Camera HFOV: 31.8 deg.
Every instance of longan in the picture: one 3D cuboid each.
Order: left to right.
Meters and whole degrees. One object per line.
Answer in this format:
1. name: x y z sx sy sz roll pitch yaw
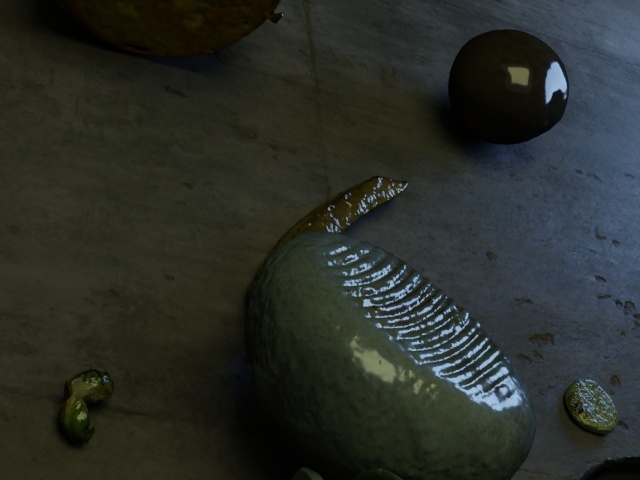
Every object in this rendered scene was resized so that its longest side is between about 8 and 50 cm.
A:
1. longan: 0.301 -0.246 1.816 0.198 0.198 0.212 38 47 7

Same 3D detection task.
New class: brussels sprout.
1. brussels sprout: -0.252 0.172 1.190 0.051 0.046 0.083 22 43 -2

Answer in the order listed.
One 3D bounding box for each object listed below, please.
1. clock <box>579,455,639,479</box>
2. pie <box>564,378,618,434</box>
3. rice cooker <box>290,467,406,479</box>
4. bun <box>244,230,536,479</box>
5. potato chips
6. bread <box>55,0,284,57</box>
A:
1. clock: 0.419 0.414 1.344 0.325 0.067 0.325 16 45 -17
2. pie: 0.370 0.225 1.531 0.085 0.017 0.085 16 44 -16
3. rice cooker: -0.003 0.348 1.013 0.316 0.264 0.317 14 43 -13
4. bun: 0.060 0.151 1.247 0.362 0.211 0.362 32 22 -15
5. potato chips: 0.000 0.000 1.496 0.080 0.057 0.407 47 42 -3
6. bread: -0.223 -0.438 1.559 0.398 0.398 0.215 11 51 -22
